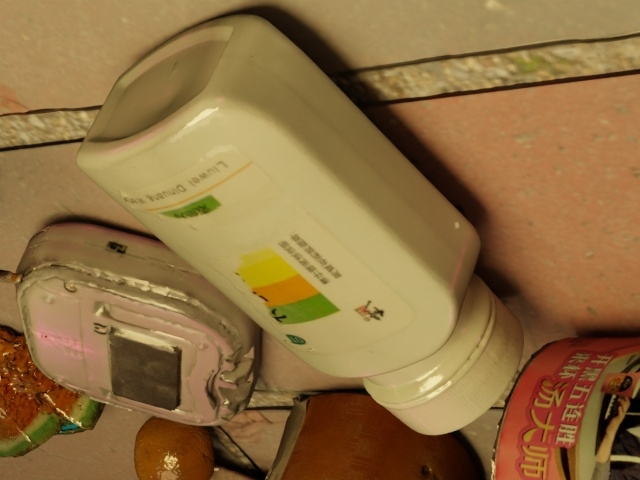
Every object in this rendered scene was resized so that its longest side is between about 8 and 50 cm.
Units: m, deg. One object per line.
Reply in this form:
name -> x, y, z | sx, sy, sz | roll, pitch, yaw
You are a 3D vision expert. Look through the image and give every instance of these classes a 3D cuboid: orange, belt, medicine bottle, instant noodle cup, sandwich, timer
orange -> -0.133, 0.194, 1.262 | 0.085, 0.085, 0.085 | 15, 147, 10
belt -> 0.043, 0.228, 1.180 | 0.184, 0.105, 0.261 | 6, 147, 20
medicine bottle -> 0.000, 0.000, 0.869 | 0.161, 0.111, 0.296 | -14, 134, 43
instant noodle cup -> 0.252, 0.152, 0.862 | 0.255, 0.244, 0.244 | 5, 145, 39
sandwich -> -0.313, 0.140, 1.281 | 0.235, 0.079, 0.159 | 16, 147, 10
timer -> -0.143, 0.072, 1.096 | 0.190, 0.069, 0.208 | 15, 145, 7

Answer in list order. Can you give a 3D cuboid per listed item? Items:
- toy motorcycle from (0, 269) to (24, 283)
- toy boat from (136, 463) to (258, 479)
toy motorcycle -> -0.355, -0.038, 1.002 | 0.400, 0.134, 0.207 | 4, 144, 28
toy boat -> -0.082, 0.306, 1.400 | 0.206, 0.096, 0.282 | 4, 156, 18
